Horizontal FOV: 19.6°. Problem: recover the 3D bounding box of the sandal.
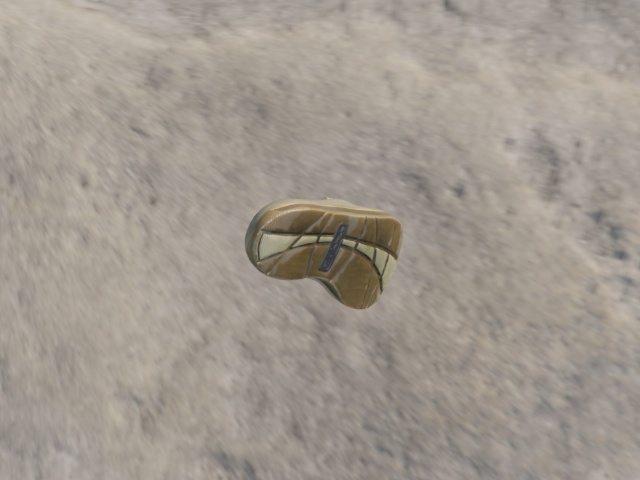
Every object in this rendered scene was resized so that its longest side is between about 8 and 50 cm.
[{"bbox_3d":[0.000,0.000,1.263,0.180,0.049,0.072,16,105,-55],"label":"sandal"}]
